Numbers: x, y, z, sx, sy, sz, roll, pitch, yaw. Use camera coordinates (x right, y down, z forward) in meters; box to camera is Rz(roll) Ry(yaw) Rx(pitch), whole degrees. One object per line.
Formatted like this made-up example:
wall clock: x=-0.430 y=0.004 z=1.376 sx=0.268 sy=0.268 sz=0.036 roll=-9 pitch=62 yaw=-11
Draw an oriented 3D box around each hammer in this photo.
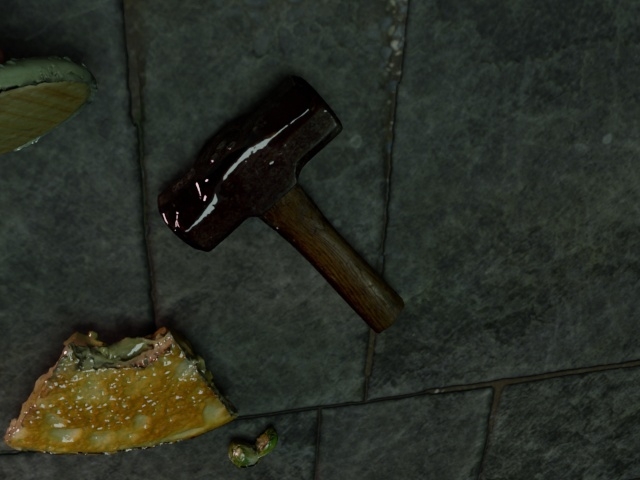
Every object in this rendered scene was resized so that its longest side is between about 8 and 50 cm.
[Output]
hammer: x=0.000 y=0.000 z=0.924 sx=0.242 sy=0.095 sz=0.409 roll=-39 pitch=123 yaw=6

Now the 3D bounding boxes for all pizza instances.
pizza: x=-0.275 y=0.204 z=0.953 sx=0.323 sy=0.089 sz=0.223 roll=-4 pitch=125 yaw=-17

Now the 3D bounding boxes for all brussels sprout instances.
brussels sprout: x=-0.105 y=0.335 z=1.098 sx=0.083 sy=0.046 sz=0.051 roll=-20 pitch=128 yaw=-6

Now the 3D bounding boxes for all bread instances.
bread: x=-0.349 y=-0.113 z=0.672 sx=0.267 sy=0.267 sz=0.040 roll=-26 pitch=96 yaw=-1

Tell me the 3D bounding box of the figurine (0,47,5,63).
figurine: x=-0.424 y=-0.238 z=0.541 sx=0.388 sy=0.248 sz=0.277 roll=-25 pitch=103 yaw=-10
